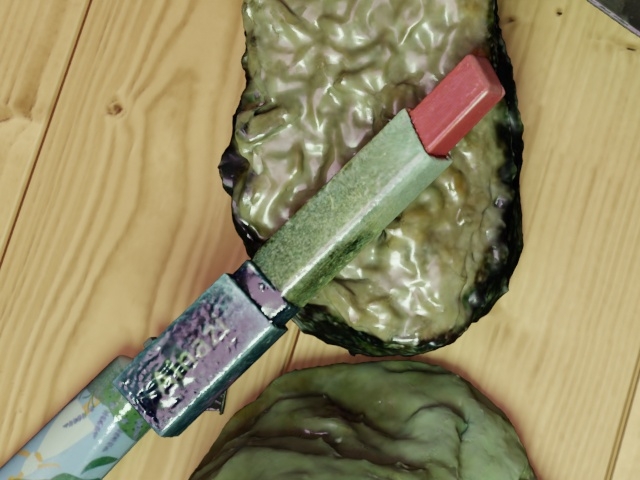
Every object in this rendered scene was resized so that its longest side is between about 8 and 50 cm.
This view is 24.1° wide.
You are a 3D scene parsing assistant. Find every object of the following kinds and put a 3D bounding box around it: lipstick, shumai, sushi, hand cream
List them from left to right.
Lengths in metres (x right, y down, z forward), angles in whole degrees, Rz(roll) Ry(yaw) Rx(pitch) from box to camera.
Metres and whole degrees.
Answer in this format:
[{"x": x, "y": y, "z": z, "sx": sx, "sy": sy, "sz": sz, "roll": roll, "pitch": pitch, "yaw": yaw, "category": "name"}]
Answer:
[{"x": -0.197, "y": 0.177, "z": 1.123, "sx": 0.256, "sy": 0.055, "sz": 0.088, "roll": -46, "pitch": 69, "yaw": 6, "category": "hand cream"}, {"x": 0.000, "y": 0.000, "z": 0.946, "sx": 0.312, "sy": 0.051, "sz": 0.051, "roll": -44, "pitch": 76, "yaw": 4, "category": "lipstick"}, {"x": 0.020, "y": 0.215, "z": 0.956, "sx": 0.309, "sy": 0.263, "sz": 0.304, "roll": 18, "pitch": 84, "yaw": 15, "category": "shumai"}, {"x": 0.040, "y": -0.091, "z": 1.067, "sx": 0.211, "sy": 0.171, "sz": 0.350, "roll": 2, "pitch": 79, "yaw": 12, "category": "sushi"}]

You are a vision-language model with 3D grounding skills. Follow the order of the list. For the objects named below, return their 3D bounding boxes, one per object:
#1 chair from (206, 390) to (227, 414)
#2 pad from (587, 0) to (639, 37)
[{"x": -0.072, "y": 0.084, "z": 1.124, "sx": 0.037, "sy": 0.042, "sz": 0.086, "roll": 26, "pitch": 120, "yaw": 17, "category": "chair"}, {"x": 0.178, "y": -0.272, "z": 1.084, "sx": 0.367, "sy": 0.007, "sz": 0.247, "roll": 40, "pitch": 48, "yaw": 17, "category": "pad"}]
